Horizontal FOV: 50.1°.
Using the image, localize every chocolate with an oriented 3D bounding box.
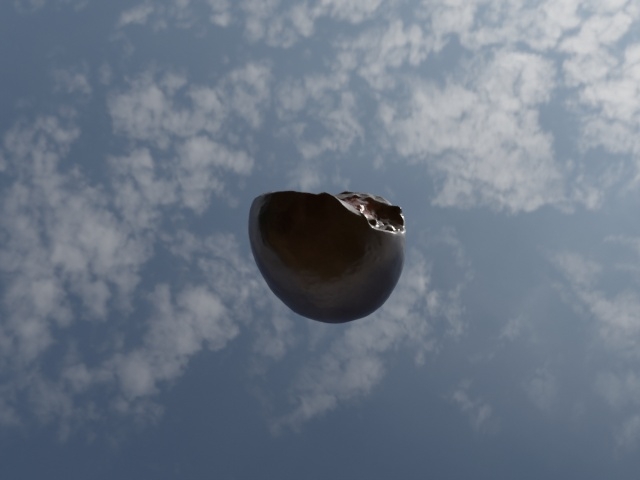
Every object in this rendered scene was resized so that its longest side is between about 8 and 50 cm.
[{"bbox_3d":[0.000,0.000,0.554,0.133,0.124,0.127,14,-123,-31],"label":"chocolate"}]
